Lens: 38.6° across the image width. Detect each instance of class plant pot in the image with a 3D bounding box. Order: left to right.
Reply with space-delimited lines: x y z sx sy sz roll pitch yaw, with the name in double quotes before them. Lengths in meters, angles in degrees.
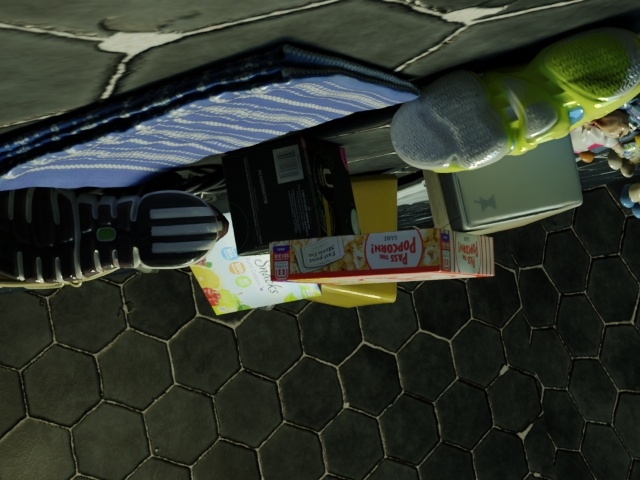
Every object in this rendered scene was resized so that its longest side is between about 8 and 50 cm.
"plant pot" 0.000 0.000 1.544 0.187 0.212 0.212 4 172 -20

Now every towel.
"towel" -0.109 -0.092 0.796 0.336 0.040 0.243 -12 177 28

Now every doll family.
"doll family" 0.407 -0.136 1.159 0.263 0.118 0.163 23 157 -25

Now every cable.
"cable" -0.195 -0.058 1.162 0.151 0.047 0.184 -15 175 -30

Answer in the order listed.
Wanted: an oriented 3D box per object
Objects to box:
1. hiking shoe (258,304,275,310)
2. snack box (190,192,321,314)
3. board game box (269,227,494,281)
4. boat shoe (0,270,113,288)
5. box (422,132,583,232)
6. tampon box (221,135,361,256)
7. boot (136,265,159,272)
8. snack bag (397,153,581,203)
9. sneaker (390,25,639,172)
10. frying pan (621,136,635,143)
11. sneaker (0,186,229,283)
"hiking shoe" -0.158 0.043 1.644 0.114 0.227 0.086 -6 136 -34
"snack box" -0.106 0.009 1.350 0.175 0.070 0.207 -11 136 10
"board game box" 0.066 0.019 0.963 0.194 0.045 0.147 -5 174 31
"boat shoe" -0.361 0.018 1.132 0.285 0.104 0.089 -9 -165 22
"box" 0.190 -0.083 1.037 0.121 0.147 0.311 -11 178 2
"tampon box" -0.030 -0.049 1.086 0.102 0.120 0.161 -11 177 20
"boot" -0.372 0.012 1.633 0.161 0.083 0.246 -3 170 -10
"snack bag" 0.272 -0.117 1.755 0.343 0.037 0.323 -10 176 -29
"sneaker" 0.189 -0.119 0.836 0.240 0.091 0.126 -14 177 32
"frying pan" 0.400 -0.150 1.380 0.197 0.053 0.326 -8 177 -26
"sneaker" -0.235 -0.008 1.027 0.282 0.106 0.162 3 -177 11
